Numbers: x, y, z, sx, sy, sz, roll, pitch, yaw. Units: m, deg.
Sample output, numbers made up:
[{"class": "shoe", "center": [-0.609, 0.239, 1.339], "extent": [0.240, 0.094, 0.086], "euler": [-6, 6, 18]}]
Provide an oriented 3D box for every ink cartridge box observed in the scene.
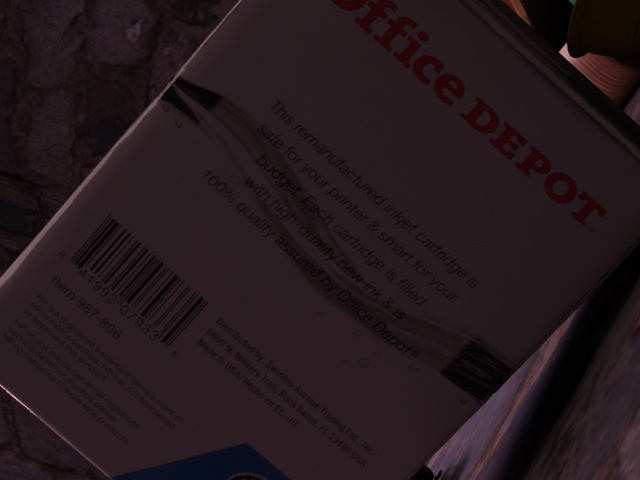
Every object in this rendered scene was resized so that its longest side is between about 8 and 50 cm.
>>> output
[{"class": "ink cartridge box", "center": [0.000, 0.000, 1.205], "extent": [0.395, 0.285, 0.166], "euler": [-47, 5, 15]}]

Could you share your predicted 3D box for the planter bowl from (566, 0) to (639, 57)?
[{"class": "planter bowl", "center": [0.237, -0.181, 1.055], "extent": [0.217, 0.090, 0.217], "euler": [-52, -16, -22]}]

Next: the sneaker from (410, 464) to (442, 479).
[{"class": "sneaker", "center": [0.051, 0.240, 1.480], "extent": [0.170, 0.051, 0.089], "euler": [-60, -3, 16]}]

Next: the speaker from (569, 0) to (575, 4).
[{"class": "speaker", "center": [0.274, -0.284, 1.356], "extent": [0.131, 0.131, 0.296], "euler": [-64, 1, -29]}]

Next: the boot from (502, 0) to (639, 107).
[{"class": "boot", "center": [0.146, -0.196, 1.575], "extent": [0.109, 0.283, 0.220], "euler": [-45, -2, -34]}]
